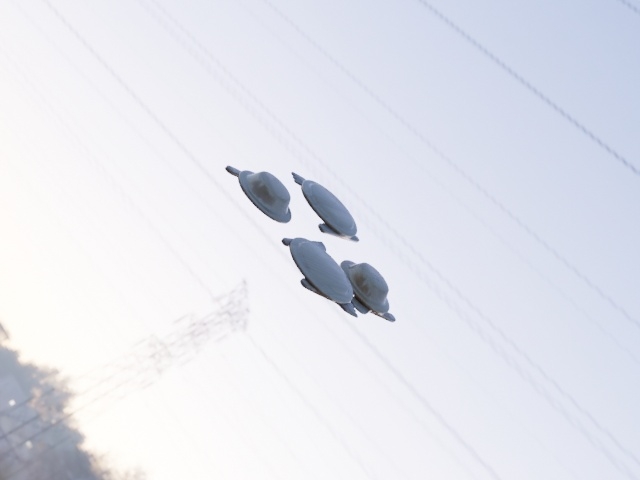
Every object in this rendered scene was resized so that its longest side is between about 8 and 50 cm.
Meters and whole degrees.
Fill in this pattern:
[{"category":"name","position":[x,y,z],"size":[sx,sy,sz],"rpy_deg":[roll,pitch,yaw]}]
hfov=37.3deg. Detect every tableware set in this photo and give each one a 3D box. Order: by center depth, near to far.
[{"category":"tableware set","position":[0.000,0.000,0.757],"size":[0.141,0.020,0.168],"rpy_deg":[21,33,-51]}]
